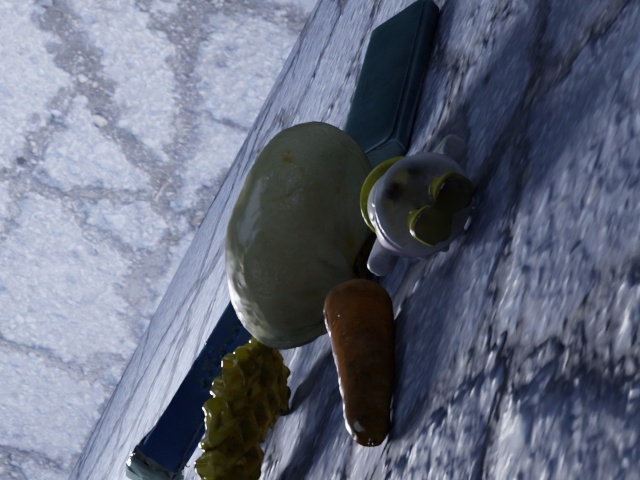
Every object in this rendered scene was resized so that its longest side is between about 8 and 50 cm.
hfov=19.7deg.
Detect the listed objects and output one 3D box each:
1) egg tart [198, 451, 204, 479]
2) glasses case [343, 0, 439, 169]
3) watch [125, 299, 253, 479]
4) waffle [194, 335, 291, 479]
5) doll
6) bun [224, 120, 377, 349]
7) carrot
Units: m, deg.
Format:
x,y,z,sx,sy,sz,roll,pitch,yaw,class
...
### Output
x,y,z,sx,sy,sz,roll,pitch,yaw,class
-0.108,0.234,2.025,0.105,0.039,0.105,-157,90,-83,egg tart
0.069,-0.157,1.989,0.266,0.056,0.105,-75,12,-49,glasses case
-0.119,0.155,2.073,0.274,0.068,0.276,-56,-3,-22,watch
-0.070,0.186,1.796,0.149,0.051,0.194,61,-143,-56,waffle
0.075,-0.028,1.492,0.129,0.081,0.207,-58,6,-2,doll
0.000,0.000,1.761,0.222,0.127,0.222,-36,-49,-56,bun
0.035,0.104,1.478,0.061,0.061,0.209,-62,14,23,carrot
